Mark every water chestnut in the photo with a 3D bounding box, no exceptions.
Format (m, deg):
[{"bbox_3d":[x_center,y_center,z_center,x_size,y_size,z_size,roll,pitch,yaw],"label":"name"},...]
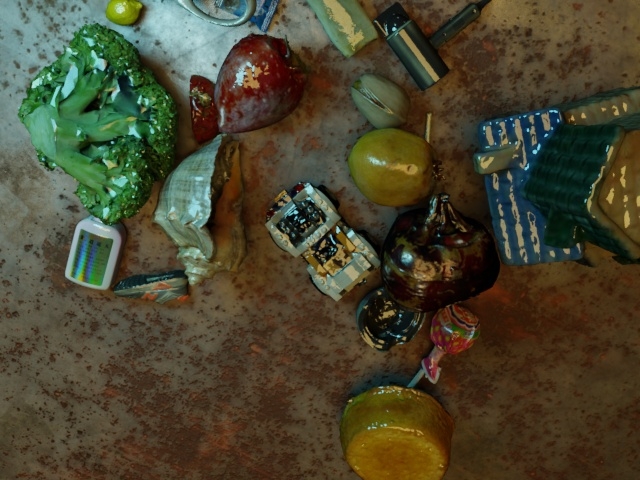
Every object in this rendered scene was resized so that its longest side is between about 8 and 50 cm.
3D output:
[{"bbox_3d":[0.261,0.030,1.367,0.289,0.289,0.244,-24,88,6],"label":"water chestnut"}]

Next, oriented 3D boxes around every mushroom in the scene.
[{"bbox_3d":[0.008,-0.555,1.313,0.100,0.081,0.312,-34,107,12],"label":"mushroom"}]

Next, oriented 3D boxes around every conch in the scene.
[{"bbox_3d":[-0.280,-0.076,1.354,0.210,0.297,0.352,-5,82,-3],"label":"conch"}]

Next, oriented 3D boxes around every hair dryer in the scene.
[{"bbox_3d":[0.272,-0.492,1.342,0.248,0.078,0.195,-38,101,0],"label":"hair dryer"}]

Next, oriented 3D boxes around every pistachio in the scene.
[{"bbox_3d":[0.136,-0.317,1.360,0.149,0.113,0.113,32,103,-3],"label":"pistachio"}]

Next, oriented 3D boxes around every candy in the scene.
[{"bbox_3d":[0.280,0.320,1.550,0.124,0.124,0.365,29,112,-7],"label":"candy"},{"bbox_3d":[-0.165,-0.540,1.339,0.136,0.038,0.088,28,117,0],"label":"candy"}]

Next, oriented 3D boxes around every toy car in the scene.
[{"bbox_3d":[-0.001,0.000,1.446,0.193,0.118,0.301,-40,100,12],"label":"toy car"}]

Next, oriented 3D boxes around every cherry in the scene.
[{"bbox_3d":[-0.144,-0.337,1.313,0.175,0.192,0.250,42,98,16],"label":"cherry"}]

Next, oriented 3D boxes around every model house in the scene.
[{"bbox_3d":[0.545,-0.094,1.223,0.400,0.445,0.395,-11,103,-7],"label":"model house"}]

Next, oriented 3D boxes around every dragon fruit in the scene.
[{"bbox_3d":[-0.258,-0.300,1.368,0.083,0.106,0.162,0,103,-1],"label":"dragon fruit"}]

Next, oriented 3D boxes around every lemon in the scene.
[{"bbox_3d":[-0.438,-0.515,1.330,0.092,0.065,0.065,-14,105,13],"label":"lemon"}]

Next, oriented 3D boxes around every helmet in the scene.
[{"bbox_3d":[0.165,0.187,1.502,0.177,0.107,0.153,-24,99,-15],"label":"helmet"}]

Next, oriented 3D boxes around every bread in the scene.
[{"bbox_3d":[0.201,0.516,1.538,0.312,0.172,0.312,3,121,5],"label":"bread"}]

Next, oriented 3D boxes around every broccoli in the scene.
[{"bbox_3d":[-0.478,-0.251,1.288,0.310,0.321,0.413,-6,105,-28],"label":"broccoli"}]

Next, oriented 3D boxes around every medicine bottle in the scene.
[{"bbox_3d":[-0.546,0.007,1.465,0.115,0.078,0.219,19,104,-3],"label":"medicine bottle"}]

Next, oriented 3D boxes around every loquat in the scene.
[{"bbox_3d":[0.171,-0.163,1.354,0.234,0.187,0.176,15,100,20],"label":"loquat"}]

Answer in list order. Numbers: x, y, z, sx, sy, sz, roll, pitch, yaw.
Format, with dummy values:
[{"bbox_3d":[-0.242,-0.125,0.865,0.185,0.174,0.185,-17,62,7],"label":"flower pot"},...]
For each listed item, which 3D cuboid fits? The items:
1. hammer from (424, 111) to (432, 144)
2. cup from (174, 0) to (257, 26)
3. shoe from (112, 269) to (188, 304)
[{"bbox_3d":[0.254,-0.209,1.420,0.028,0.060,0.195,1,101,0],"label":"hammer"},{"bbox_3d":[-0.262,-0.583,1.248,0.257,0.227,0.301,-19,110,18],"label":"cup"},{"bbox_3d":[-0.426,0.129,1.504,0.194,0.074,0.077,-9,110,0],"label":"shoe"}]
